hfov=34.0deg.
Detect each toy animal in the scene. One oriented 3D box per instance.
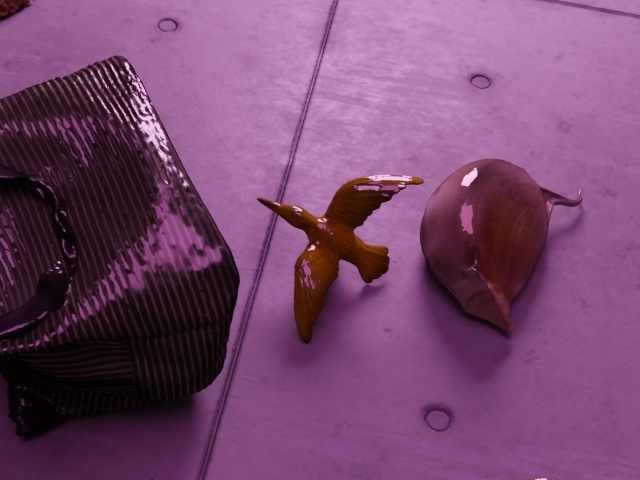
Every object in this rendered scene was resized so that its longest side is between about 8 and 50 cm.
[{"bbox_3d":[0.000,0.000,1.175,0.155,0.095,0.219,27,82,15],"label":"toy animal"}]

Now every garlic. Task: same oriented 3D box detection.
[{"bbox_3d":[0.209,-0.034,1.231,0.128,0.148,0.266,3,41,47],"label":"garlic"}]

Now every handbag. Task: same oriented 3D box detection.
[{"bbox_3d":[-0.246,0.009,1.031,0.240,0.247,0.341,-21,65,-21],"label":"handbag"}]

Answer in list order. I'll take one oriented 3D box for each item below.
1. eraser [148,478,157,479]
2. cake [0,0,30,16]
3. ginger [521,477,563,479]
[{"bbox_3d":[-0.201,0.263,0.960,0.122,0.029,0.052,-13,52,-18],"label":"eraser"},{"bbox_3d":[-0.472,-0.380,1.425,0.135,0.135,0.147,37,46,23],"label":"cake"},{"bbox_3d":[0.171,0.330,0.931,0.149,0.065,0.259,6,54,15],"label":"ginger"}]
